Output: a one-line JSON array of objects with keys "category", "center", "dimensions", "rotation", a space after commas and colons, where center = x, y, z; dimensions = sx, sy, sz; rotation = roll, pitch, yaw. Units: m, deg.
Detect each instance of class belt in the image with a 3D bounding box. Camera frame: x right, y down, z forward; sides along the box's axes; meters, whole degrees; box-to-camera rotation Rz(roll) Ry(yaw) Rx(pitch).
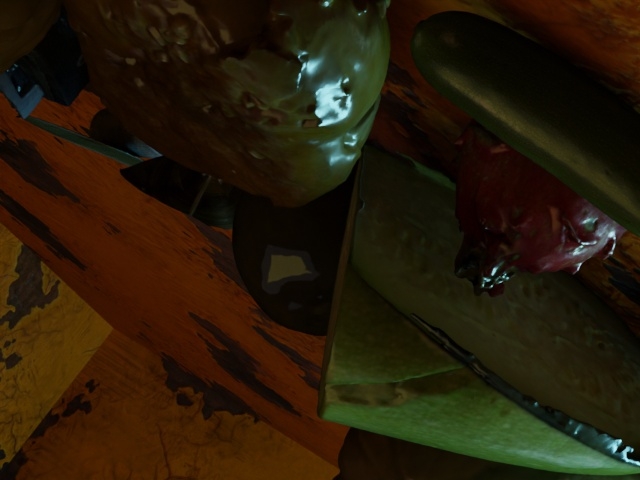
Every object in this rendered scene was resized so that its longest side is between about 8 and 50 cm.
[{"category": "belt", "center": [-0.298, -0.208, 1.587], "dimensions": [0.122, 0.128, 0.218], "rotation": [33, 168, 13]}]

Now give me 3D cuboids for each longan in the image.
[{"category": "longan", "center": [0.000, 0.000, 1.438], "dimensions": [0.167, 0.167, 0.187], "rotation": [29, 122, 32]}]

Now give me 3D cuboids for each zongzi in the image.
[{"category": "zongzi", "center": [-0.152, -0.084, 1.662], "dimensions": [0.184, 0.084, 0.187], "rotation": [16, 161, 11]}]

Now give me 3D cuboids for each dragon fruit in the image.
[{"category": "dragon fruit", "center": [0.147, -0.013, 1.143], "dimensions": [0.153, 0.111, 0.153], "rotation": [31, 166, 8]}]

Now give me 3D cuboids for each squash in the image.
[{"category": "squash", "center": [0.166, -0.069, 0.985], "dimensions": [0.252, 0.066, 0.066], "rotation": [36, 167, 3]}, {"category": "squash", "center": [0.162, 0.079, 1.237], "dimensions": [0.308, 0.234, 0.210], "rotation": [10, 122, 0]}]

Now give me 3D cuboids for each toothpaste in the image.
[{"category": "toothpaste", "center": [-0.184, -0.120, 1.783], "dimensions": [0.234, 0.057, 0.089], "rotation": [12, 157, 48]}]

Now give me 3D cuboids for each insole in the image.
[{"category": "insole", "center": [-0.225, -0.093, 1.845], "dimensions": [0.322, 0.007, 0.109], "rotation": [25, 173, -40]}]

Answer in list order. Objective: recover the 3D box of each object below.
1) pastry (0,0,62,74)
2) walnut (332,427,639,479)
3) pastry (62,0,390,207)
[{"category": "pastry", "center": [-0.381, -0.264, 1.210], "dimensions": [0.388, 0.313, 0.388], "rotation": [38, 165, 12]}, {"category": "walnut", "center": [0.168, 0.237, 1.452], "dimensions": [0.333, 0.333, 0.333], "rotation": [35, 167, 9]}, {"category": "pastry", "center": [-0.061, -0.155, 1.075], "dimensions": [0.255, 0.162, 0.311], "rotation": [34, 165, 7]}]
